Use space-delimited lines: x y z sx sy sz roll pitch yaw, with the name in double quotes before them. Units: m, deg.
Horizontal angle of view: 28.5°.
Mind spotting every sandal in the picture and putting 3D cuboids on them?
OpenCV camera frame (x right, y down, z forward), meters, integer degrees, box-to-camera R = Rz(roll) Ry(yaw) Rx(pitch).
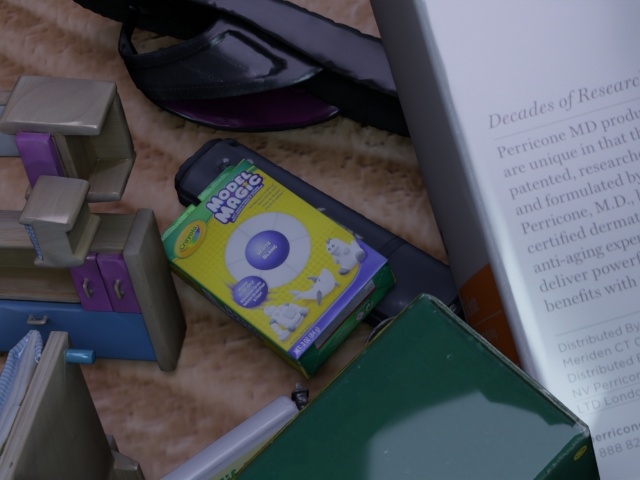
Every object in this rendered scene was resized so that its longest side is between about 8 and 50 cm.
"sandal" -0.054 -0.138 1.054 0.445 0.167 0.107 23 85 22

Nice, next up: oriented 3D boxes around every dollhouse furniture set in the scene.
"dollhouse furniture set" -0.237 0.095 0.850 0.198 0.286 0.303 1 46 10

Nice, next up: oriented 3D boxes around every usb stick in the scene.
"usb stick" 0.000 0.000 1.015 0.278 0.045 0.077 31 68 26

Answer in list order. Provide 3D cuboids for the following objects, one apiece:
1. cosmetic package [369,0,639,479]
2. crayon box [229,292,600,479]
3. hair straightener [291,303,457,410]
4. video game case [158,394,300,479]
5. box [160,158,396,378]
"cosmetic package" 0.150 -0.075 0.829 0.161 0.230 0.453 -16 82 -1
"crayon box" 0.010 0.232 0.649 0.313 0.363 0.106 -45 61 -8
"hair straightener" 0.012 0.124 0.909 0.230 0.047 0.089 -47 60 -3
"video game case" -0.063 0.232 0.803 0.212 0.193 0.023 -34 24 -12
"box" -0.043 0.012 0.966 0.179 0.043 0.105 34 74 30
